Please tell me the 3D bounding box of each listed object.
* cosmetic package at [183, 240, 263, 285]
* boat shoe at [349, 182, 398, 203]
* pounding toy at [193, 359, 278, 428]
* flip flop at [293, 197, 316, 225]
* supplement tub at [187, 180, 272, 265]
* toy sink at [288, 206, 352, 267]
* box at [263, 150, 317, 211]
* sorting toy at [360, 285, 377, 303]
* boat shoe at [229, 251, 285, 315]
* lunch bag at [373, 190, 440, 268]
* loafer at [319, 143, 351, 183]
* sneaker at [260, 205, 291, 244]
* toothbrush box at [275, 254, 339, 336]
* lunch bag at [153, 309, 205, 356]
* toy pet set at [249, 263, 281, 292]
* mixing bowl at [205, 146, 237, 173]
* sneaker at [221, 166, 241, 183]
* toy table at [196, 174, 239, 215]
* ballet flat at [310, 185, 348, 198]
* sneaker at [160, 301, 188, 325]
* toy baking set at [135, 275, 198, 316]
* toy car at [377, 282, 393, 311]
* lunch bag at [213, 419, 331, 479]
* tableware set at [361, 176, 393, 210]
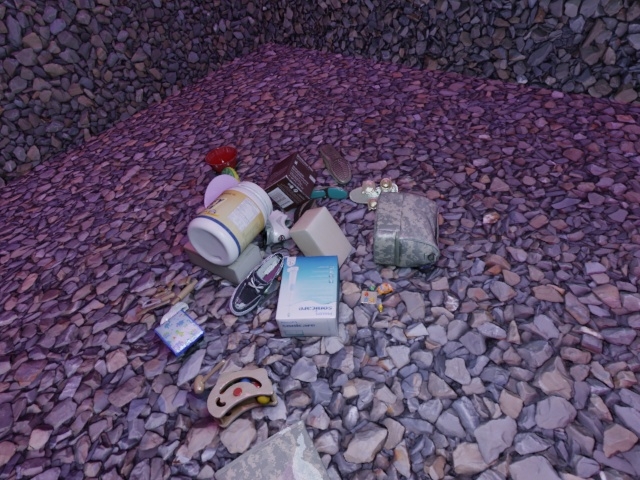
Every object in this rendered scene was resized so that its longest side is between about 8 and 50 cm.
[{"bbox_3d":[-0.421,0.062,1.753,0.309,0.113,0.160,19,51,27],"label":"cosmetic package"},{"bbox_3d":[0.259,-0.228,1.956,0.233,0.084,0.079,-8,6,12],"label":"boat shoe"},{"bbox_3d":[-0.281,0.483,1.278,0.269,0.155,0.154,-8,40,3],"label":"pounding toy"},{"bbox_3d":[-0.061,-0.084,1.853,0.112,0.080,0.277,-23,43,27],"label":"flip flop"},{"bbox_3d":[-0.357,-0.076,1.639,0.228,0.228,0.316,14,46,23],"label":"supplement tub"},{"bbox_3d":[0.000,0.000,1.705,0.131,0.234,0.153,-8,37,47],"label":"toy sink"},{"bbox_3d":[-0.143,-0.286,1.965,0.167,0.168,0.203,-25,35,36],"label":"box"},{"bbox_3d":[0.189,0.209,1.564,0.062,0.012,0.083,1,46,12],"label":"sorting toy"},{"bbox_3d":[-0.244,0.166,1.583,0.108,0.102,0.301,42,71,3],"label":"boat shoe"},{"bbox_3d":[0.354,-0.042,1.641,0.256,0.212,0.305,3,47,14],"label":"lunch bag"},{"bbox_3d":[0.084,-0.394,2.131,0.102,0.092,0.268,-24,62,-7],"label":"loafer"},{"bbox_3d":[-0.219,-0.097,1.888,0.146,0.122,0.330,-5,41,-20],"label":"sneaker"},{"bbox_3d":[-0.038,0.206,1.528,0.216,0.126,0.295,-3,44,6],"label":"toothbrush box"},{"bbox_3d":[-0.516,0.349,1.497,0.151,0.096,0.129,22,52,41],"label":"lunch bag"},{"bbox_3d":[-0.244,0.163,1.674,0.122,0.065,0.114,-41,85,-19],"label":"toy pet set"},{"bbox_3d":[-0.546,-0.442,2.285,0.181,0.098,0.181,-6,44,6],"label":"mixing bowl"},{"bbox_3d":[-0.479,-0.287,2.111,0.123,0.109,0.295,-20,46,-15],"label":"sneaker"},{"bbox_3d":[-0.454,-0.153,1.893,0.252,0.161,0.274,13,60,-7],"label":"toy table"},{"bbox_3d":[0.034,-0.248,2.006,0.213,0.072,0.068,-1,41,11],"label":"ballet flat"},{"bbox_3d":[-0.576,0.301,1.586,0.061,0.054,0.152,8,47,14],"label":"sneaker"},{"bbox_3d":[-0.623,0.230,1.646,0.196,0.030,0.256,-11,25,23],"label":"toy baking set"},{"bbox_3d":[0.249,0.210,1.531,0.060,0.040,0.122,0,47,5],"label":"toy car"},{"bbox_3d":[-0.119,0.667,1.058,0.287,0.169,0.235,-21,46,-17],"label":"lunch bag"},{"bbox_3d":[0.278,-0.222,1.897,0.168,0.020,0.141,-11,86,9],"label":"tableware set"}]
